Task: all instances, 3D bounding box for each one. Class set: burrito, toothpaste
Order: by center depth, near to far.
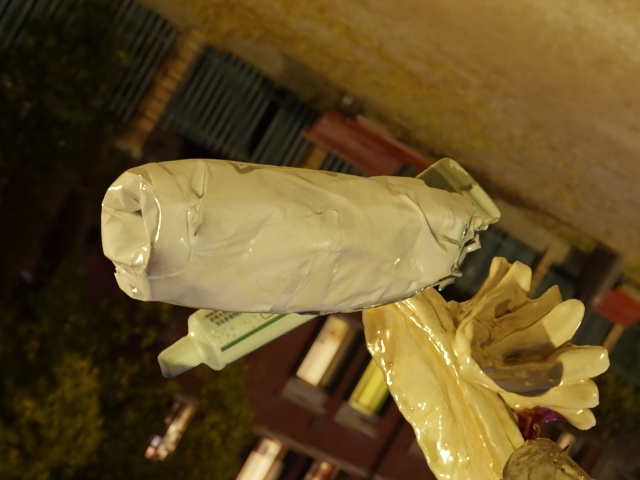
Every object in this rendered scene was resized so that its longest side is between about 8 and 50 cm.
[{"bbox_3d":[0.000,0.000,1.215,0.445,0.139,0.101,2,-149,-41],"label":"burrito"},{"bbox_3d":[0.004,0.034,1.402,0.099,0.392,0.061,51,161,29],"label":"toothpaste"}]

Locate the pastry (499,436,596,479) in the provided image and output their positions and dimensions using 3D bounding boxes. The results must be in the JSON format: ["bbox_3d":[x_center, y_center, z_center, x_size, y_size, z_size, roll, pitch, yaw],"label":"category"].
[{"bbox_3d":[0.234,0.256,1.289,0.153,0.081,0.153,48,176,4],"label":"pastry"}]

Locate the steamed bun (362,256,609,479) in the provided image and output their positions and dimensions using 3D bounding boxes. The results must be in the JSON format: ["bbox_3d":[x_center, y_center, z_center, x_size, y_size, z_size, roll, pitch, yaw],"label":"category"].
[{"bbox_3d":[0.216,0.162,1.687,0.189,0.247,0.428,-13,-136,-20],"label":"steamed bun"}]
